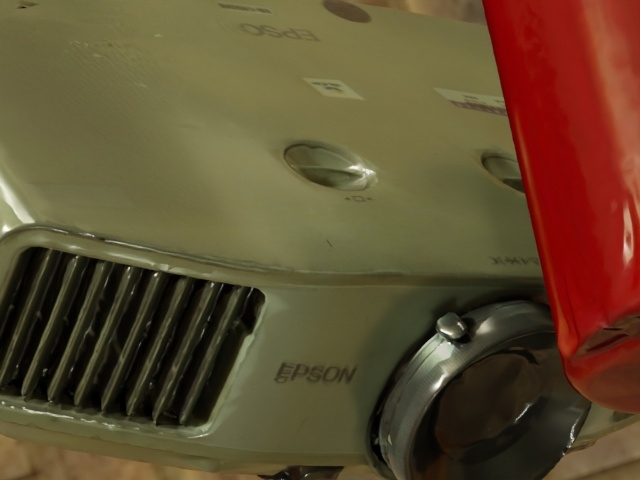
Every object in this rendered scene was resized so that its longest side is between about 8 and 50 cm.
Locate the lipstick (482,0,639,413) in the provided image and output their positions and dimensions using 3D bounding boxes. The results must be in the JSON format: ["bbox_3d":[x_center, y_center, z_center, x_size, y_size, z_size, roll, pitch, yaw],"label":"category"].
[{"bbox_3d":[0.065,-0.097,0.475,0.073,0.073,0.279,54,-157,-60],"label":"lipstick"}]

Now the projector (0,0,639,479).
[{"bbox_3d":[0.000,0.000,0.573,0.269,0.088,0.193,2,-148,-36],"label":"projector"}]
